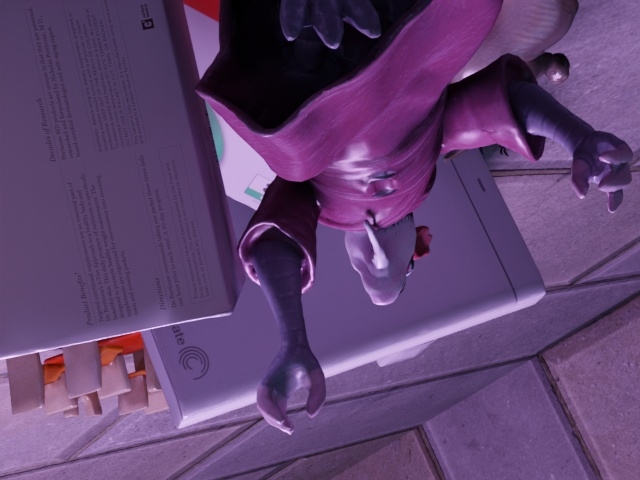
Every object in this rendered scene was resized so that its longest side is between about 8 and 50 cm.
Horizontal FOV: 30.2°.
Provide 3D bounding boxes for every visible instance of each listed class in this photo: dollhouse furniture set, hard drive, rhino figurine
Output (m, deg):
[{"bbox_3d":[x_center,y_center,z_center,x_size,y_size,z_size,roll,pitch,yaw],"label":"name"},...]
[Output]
[{"bbox_3d":[-0.194,0.110,1.365,0.259,0.135,0.262,-19,165,22],"label":"dollhouse furniture set"},{"bbox_3d":[0.000,0.000,1.058,0.353,0.233,0.047,-17,162,-20],"label":"hard drive"},{"bbox_3d":[0.160,-0.163,0.980,0.106,0.073,0.243,-3,135,-44],"label":"rhino figurine"}]

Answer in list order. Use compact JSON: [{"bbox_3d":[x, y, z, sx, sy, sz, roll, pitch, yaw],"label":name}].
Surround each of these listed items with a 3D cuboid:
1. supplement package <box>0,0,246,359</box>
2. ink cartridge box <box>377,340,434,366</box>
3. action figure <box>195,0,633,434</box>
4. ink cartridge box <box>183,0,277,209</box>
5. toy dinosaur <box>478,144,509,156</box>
[{"bbox_3d":[-0.166,-0.039,0.697,0.203,0.194,0.149,-12,-175,0],"label":"supplement package"},{"bbox_3d":[0.127,0.007,1.348,0.065,0.165,0.332,-13,160,-30],"label":"ink cartridge box"},{"bbox_3d":[0.009,-0.078,0.682,0.248,0.275,0.370,-30,157,-10],"label":"action figure"},{"bbox_3d":[-0.051,-0.115,0.802,0.181,0.056,0.224,27,147,-10],"label":"ink cartridge box"},{"bbox_3d":[0.204,-0.118,1.299,0.090,0.047,0.082,-22,-176,-40],"label":"toy dinosaur"}]
